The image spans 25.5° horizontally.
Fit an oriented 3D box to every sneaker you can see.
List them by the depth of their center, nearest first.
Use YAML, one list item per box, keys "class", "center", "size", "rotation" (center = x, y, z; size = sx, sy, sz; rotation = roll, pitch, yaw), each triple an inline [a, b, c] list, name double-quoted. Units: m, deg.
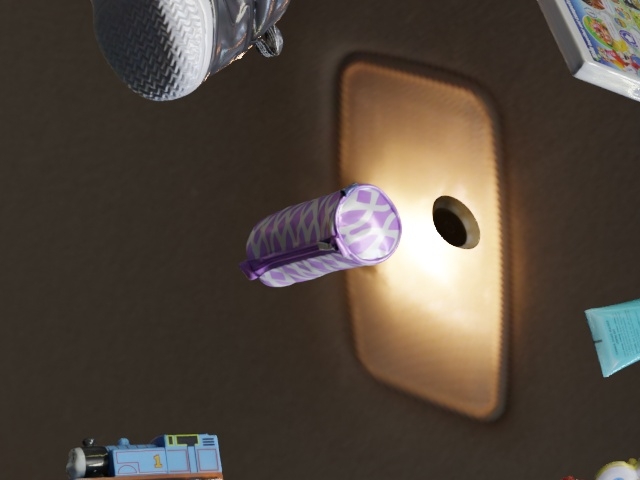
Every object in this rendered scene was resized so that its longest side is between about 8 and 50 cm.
- class: "sneaker"
  center: [-0.099, -0.238, 0.967]
  size: [0.101, 0.153, 0.268]
  rotation: [-5, -77, 42]

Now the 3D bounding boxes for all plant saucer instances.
- class: "plant saucer"
  center: [0.176, -0.020, 1.875]
  size: [0.083, 0.015, 0.083]
  rotation: [33, -37, 30]

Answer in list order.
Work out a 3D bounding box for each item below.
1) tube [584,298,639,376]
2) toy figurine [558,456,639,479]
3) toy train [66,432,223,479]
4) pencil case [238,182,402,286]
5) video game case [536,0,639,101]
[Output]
- class: "tube"
  center: [0.411, 0.091, 1.666]
  size: [0.052, 0.207, 0.080]
  rotation: [147, -74, -72]
- class: "toy figurine"
  center: [0.377, 0.250, 1.105]
  size: [0.191, 0.363, 0.217]
  rotation: [88, -12, -76]
- class: "toy train"
  center: [-0.188, 0.258, 1.490]
  size: [0.080, 0.184, 0.105]
  rotation: [-44, -130, 53]
- class: "pencil case"
  center: [0.000, 0.000, 1.453]
  size: [0.086, 0.088, 0.206]
  rotation: [51, -28, -12]
- class: "video game case"
  center: [0.152, -0.088, 0.649]
  size: [0.011, 0.122, 0.087]
  rotation: [-53, -146, 35]
